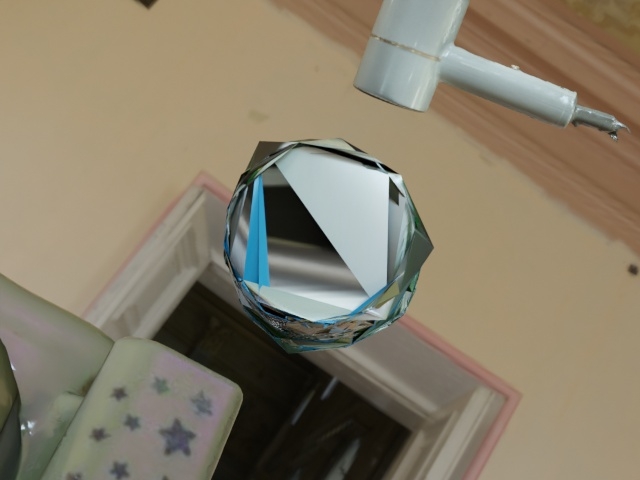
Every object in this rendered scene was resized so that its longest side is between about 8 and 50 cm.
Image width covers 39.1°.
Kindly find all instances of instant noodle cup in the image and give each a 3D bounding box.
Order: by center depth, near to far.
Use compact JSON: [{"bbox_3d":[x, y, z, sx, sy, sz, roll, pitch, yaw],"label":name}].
[{"bbox_3d":[0.000,0.000,0.937,0.240,0.240,0.178,33,-3,5],"label":"instant noodle cup"}]

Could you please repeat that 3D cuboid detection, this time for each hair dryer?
[{"bbox_3d":[0.234,-0.215,1.166,0.357,0.173,0.107,23,17,6],"label":"hair dryer"}]

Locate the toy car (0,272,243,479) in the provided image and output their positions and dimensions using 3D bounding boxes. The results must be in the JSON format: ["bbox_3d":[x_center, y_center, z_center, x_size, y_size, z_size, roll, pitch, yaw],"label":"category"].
[{"bbox_3d":[-0.231,0.058,0.379,0.226,0.242,0.336,-20,-57,37],"label":"toy car"}]
